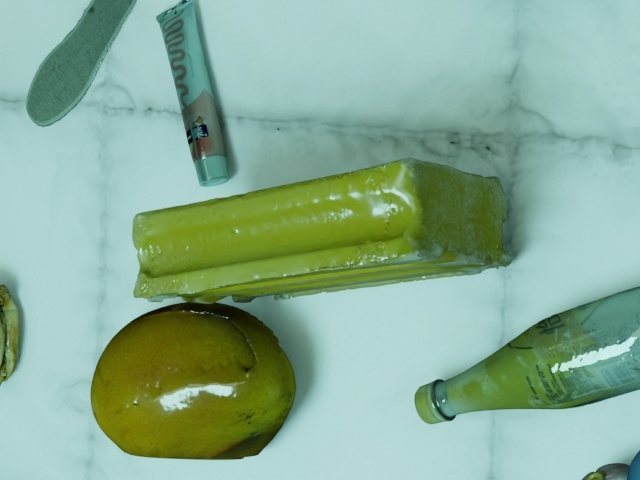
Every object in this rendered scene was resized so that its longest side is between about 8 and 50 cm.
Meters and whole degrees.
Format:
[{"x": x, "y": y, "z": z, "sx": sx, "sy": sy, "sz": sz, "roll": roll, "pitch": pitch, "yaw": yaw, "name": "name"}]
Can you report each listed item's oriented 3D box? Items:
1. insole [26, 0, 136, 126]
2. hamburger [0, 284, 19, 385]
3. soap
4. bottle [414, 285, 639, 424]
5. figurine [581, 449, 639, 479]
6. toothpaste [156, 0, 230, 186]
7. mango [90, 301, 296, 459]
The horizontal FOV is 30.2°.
[{"x": -0.281, "y": -0.222, "z": 1.390, "sx": 0.232, "sy": 0.003, "sz": 0.080, "roll": -49, "pitch": 67, "yaw": 25, "name": "insole"}, {"x": -0.435, "y": 0.116, "z": 1.462, "sx": 0.138, "sy": 0.083, "sz": 0.147, "roll": 4, "pitch": 97, "yaw": 30, "name": "hamburger"}, {"x": 0.000, "y": 0.000, "z": 1.098, "sx": 0.315, "sy": 0.199, "sz": 0.091, "roll": -11, "pitch": 82, "yaw": 35, "name": "soap"}, {"x": 0.198, "y": 0.110, "z": 1.038, "sx": 0.270, "sy": 0.083, "sz": 0.083, "roll": -23, "pitch": 79, "yaw": 36, "name": "bottle"}, {"x": 0.280, "y": 0.236, "z": 0.980, "sx": 0.178, "sy": 0.114, "sz": 0.144, "roll": -27, "pitch": 84, "yaw": 43, "name": "figurine"}, {"x": -0.136, "y": -0.159, "z": 1.280, "sx": 0.056, "sy": 0.036, "sz": 0.205, "roll": -22, "pitch": 76, "yaw": 34, "name": "toothpaste"}, {"x": -0.132, "y": 0.146, "z": 1.229, "sx": 0.236, "sy": 0.136, "sz": 0.166, "roll": -2, "pitch": 87, "yaw": 29, "name": "mango"}]
